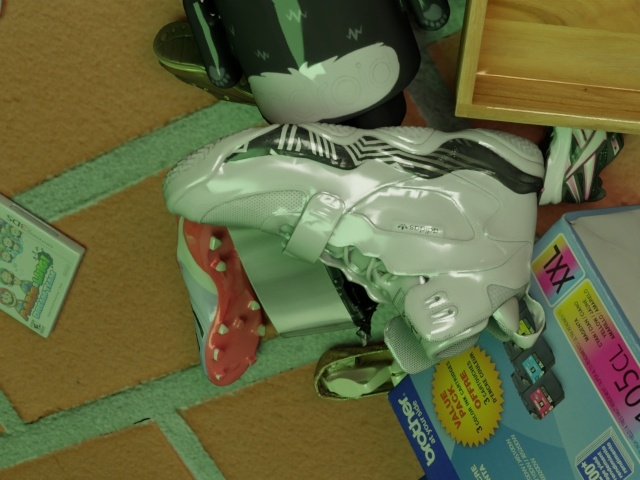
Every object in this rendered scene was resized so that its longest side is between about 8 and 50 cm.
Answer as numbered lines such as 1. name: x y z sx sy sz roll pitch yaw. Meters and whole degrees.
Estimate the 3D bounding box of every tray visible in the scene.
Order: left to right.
1. tray: 0.332 -0.190 1.432 0.411 0.076 0.202 5 125 -1

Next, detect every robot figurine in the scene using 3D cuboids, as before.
1. robot figurine: -0.005 -0.217 1.605 0.173 0.209 0.278 32 148 63

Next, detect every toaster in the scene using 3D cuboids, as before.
1. toaster: 0.000 0.000 1.732 0.110 0.185 0.168 -14 114 28

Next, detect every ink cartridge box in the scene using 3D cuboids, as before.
1. ink cartridge box: 0.238 0.189 1.683 0.395 0.151 0.270 -52 54 41

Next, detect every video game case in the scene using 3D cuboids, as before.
1. video game case: -0.372 0.029 2.044 0.143 0.019 0.157 32 130 5

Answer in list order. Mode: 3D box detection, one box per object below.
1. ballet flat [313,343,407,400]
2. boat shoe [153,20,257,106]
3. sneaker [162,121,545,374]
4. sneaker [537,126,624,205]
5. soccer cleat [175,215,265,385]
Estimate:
1. ballet flat: 0.080 0.148 1.862 0.206 0.067 0.073 -15 112 33
2. boat shoe: -0.089 -0.177 1.748 0.178 0.064 0.060 21 158 15
3. sneaker: 0.039 0.008 1.548 0.366 0.210 0.137 -1 160 -10
4. sneaker: 0.259 -0.114 1.614 0.077 0.072 0.178 6 124 -4
5. soccer cleat: -0.122 0.057 1.910 0.095 0.083 0.248 37 142 40
